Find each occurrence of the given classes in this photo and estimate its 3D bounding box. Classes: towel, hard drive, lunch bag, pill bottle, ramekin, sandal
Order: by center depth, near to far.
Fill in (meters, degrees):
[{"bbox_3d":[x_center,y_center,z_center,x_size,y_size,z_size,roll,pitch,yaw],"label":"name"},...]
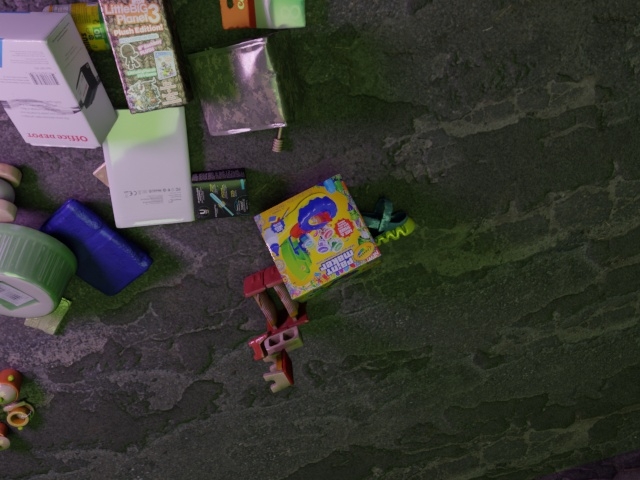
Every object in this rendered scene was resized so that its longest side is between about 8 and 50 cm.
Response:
[{"bbox_3d":[-0.624,-0.534,1.406,0.208,0.117,0.117,-8,118,-8],"label":"pill bottle"},{"bbox_3d":[-0.209,-0.419,1.513,0.287,0.169,0.235,-2,116,24],"label":"lunch bag"},{"bbox_3d":[-0.869,0.098,1.585,0.303,0.148,0.303,1,144,1],"label":"ramekin"},{"bbox_3d":[-0.500,-0.214,1.626,0.233,0.047,0.353,-6,118,-13],"label":"hard drive"},{"bbox_3d":[-0.690,0.023,1.698,0.227,0.076,0.308,-33,120,23],"label":"towel"},{"bbox_3d":[-0.879,0.232,1.793,0.110,0.027,0.148,27,108,-22],"label":"towel"},{"bbox_3d":[0.144,-0.035,1.824,0.317,0.126,0.138,-30,115,-5],"label":"sandal"}]

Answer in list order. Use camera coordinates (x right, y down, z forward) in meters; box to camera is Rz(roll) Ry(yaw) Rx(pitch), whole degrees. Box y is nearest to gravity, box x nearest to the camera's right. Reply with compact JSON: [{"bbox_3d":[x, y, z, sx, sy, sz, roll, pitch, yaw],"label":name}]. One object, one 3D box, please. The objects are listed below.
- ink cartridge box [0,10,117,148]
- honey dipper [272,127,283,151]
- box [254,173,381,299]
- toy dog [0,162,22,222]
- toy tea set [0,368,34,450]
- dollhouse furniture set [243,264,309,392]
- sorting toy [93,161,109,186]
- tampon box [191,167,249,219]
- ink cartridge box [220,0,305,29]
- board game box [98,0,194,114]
[{"bbox_3d":[-0.673,-0.388,1.370,0.223,0.129,0.307,5,141,11],"label":"ink cartridge box"},{"bbox_3d":[-0.117,-0.344,1.657,0.030,0.030,0.161,5,114,-14],"label":"honey dipper"},{"bbox_3d":[0.000,0.000,1.696,0.290,0.177,0.279,-27,78,3],"label":"box"},{"bbox_3d":[-0.982,-0.141,1.512,0.333,0.220,0.161,32,138,-16],"label":"toy dog"},{"bbox_3d":[-1.085,0.578,1.870,0.200,0.124,0.336,-7,118,-8],"label":"toy tea set"},{"bbox_3d":[-0.131,0.261,1.769,0.152,0.374,0.201,-23,120,6],"label":"dollhouse furniture set"},{"bbox_3d":[-0.615,-0.203,1.635,0.083,0.012,0.062,-39,120,9],"label":"sorting toy"},{"bbox_3d":[-0.300,-0.142,1.680,0.161,0.101,0.120,-6,117,-8],"label":"tampon box"},{"bbox_3d":[-0.155,-0.657,1.478,0.224,0.056,0.181,-8,117,-10],"label":"ink cartridge box"},{"bbox_3d":[-0.425,-0.479,1.387,0.141,0.232,0.291,-12,110,-5],"label":"board game box"}]
